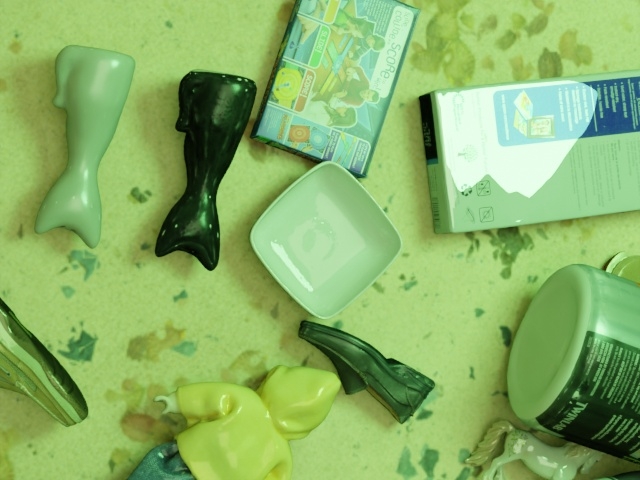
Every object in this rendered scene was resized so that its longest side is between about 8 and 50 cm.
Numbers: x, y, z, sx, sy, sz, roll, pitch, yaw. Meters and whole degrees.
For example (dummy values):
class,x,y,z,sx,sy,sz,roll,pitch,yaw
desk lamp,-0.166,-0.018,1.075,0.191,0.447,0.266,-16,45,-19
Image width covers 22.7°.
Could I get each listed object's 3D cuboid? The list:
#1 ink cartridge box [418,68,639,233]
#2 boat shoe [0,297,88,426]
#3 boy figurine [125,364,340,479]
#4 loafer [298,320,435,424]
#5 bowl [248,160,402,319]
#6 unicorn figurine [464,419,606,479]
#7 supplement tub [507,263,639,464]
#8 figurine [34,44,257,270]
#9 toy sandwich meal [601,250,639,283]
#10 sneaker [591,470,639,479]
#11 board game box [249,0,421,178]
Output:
class,x,y,z,sx,sy,sz,roll,pitch,yaw
ink cartridge box,0.284,-0.106,1.829,0.332,0.065,0.165,-6,90,-15
boat shoe,-0.323,0.128,1.656,0.072,0.068,0.190,-41,90,-1
boy figurine,-0.105,0.220,1.696,0.285,0.092,0.177,-40,99,-14
loafer,0.044,0.144,1.757,0.170,0.062,0.061,30,86,-12
bowl,0.000,0.000,1.750,0.142,0.053,0.142,-43,101,-13
unicorn figurine,0.256,0.257,1.814,0.162,0.060,0.111,31,85,-16
supplement tub,0.387,0.161,1.785,0.316,0.193,0.193,20,83,-15
figurine,-0.190,-0.086,1.685,0.215,0.092,0.209,10,90,-15
toy sandwich meal,0.365,0.055,1.867,0.085,0.029,0.085,0,90,-21
sneaker,0.384,0.419,1.814,0.127,0.126,0.321,-9,97,-25
board game box,0.018,-0.186,1.769,0.136,0.035,0.201,21,83,-14
